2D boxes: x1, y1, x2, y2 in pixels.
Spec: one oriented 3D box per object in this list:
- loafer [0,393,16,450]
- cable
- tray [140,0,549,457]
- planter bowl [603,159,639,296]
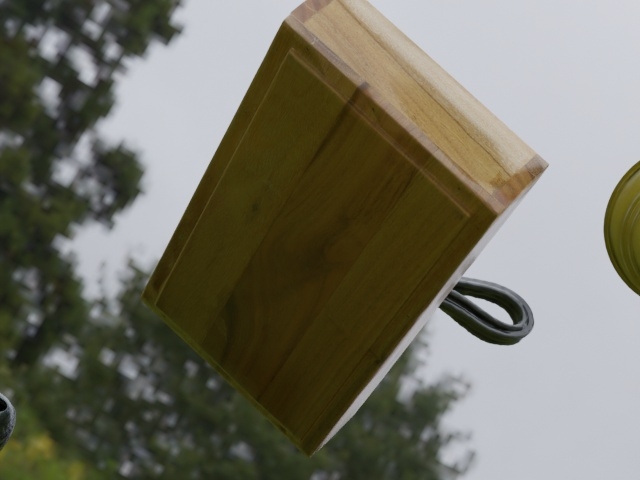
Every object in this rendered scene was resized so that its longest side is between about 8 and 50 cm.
[{"bbox_3d":[-0.385,0.138,1.703,0.223,0.076,0.078,14,-35,-8],"label":"loafer"},{"bbox_3d":[0.087,0.052,2.008,0.287,0.139,0.072,10,-41,-30],"label":"cable"},{"bbox_3d":[0.000,0.000,1.462,0.203,0.076,0.411,43,-34,7],"label":"tray"},{"bbox_3d":[0.418,0.006,2.058,0.217,0.090,0.217,3,-64,6],"label":"planter bowl"}]
